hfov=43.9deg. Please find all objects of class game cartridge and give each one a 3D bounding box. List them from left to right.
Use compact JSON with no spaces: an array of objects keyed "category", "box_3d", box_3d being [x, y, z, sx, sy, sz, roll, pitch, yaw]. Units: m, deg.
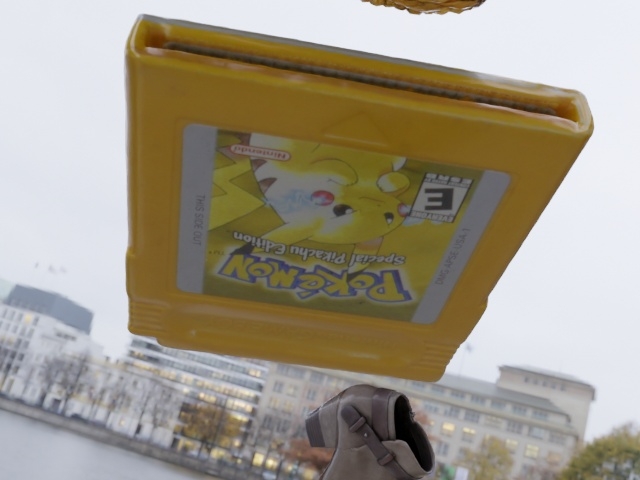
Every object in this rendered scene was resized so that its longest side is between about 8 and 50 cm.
[{"category":"game cartridge","box_3d":[0.000,0.000,0.588,0.285,0.053,0.324,8,-40,-6]}]

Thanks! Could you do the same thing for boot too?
[{"category":"boot","box_3d":[0.038,0.152,0.527,0.086,0.042,0.119,-18,-80,40]}]

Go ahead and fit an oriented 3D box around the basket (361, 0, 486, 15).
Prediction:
[{"category":"basket","box_3d":[0.024,-0.291,0.465,0.299,0.214,0.223,26,-12,-6]}]
